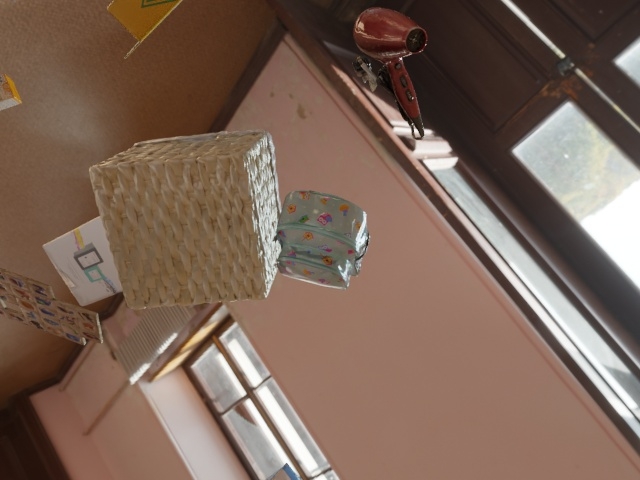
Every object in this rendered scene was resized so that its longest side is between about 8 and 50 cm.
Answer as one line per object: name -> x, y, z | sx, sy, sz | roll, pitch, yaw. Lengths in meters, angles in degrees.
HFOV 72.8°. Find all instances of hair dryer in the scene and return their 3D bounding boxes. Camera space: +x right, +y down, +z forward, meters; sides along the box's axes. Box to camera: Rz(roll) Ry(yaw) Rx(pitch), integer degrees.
hair dryer -> 0.144, -0.310, 0.773 | 0.080, 0.223, 0.293 | -42, 174, 4

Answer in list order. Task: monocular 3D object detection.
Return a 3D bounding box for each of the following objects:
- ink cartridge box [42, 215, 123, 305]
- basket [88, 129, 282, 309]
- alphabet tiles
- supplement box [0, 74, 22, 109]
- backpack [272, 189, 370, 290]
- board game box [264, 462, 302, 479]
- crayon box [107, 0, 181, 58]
ink cartridge box -> -0.548, 0.022, 1.183 | 0.270, 0.197, 0.198 | -19, -165, 27
basket -> -0.261, -0.056, 0.951 | 0.328, 0.331, 0.266 | -5, -161, 2
alphabet tiles -> -0.525, 0.125, 0.810 | 0.198, 0.237, 0.009 | 115, -6, -48
supplement box -> -0.773, -0.341, 1.023 | 0.098, 0.062, 0.036 | -24, 177, -9
backpack -> 0.000, 0.000, 0.766 | 0.188, 0.166, 0.144 | 89, 19, -61
board game box -> -0.154, 0.307, 0.236 | 0.308, 0.086, 0.302 | -22, 155, -54
crayon box -> -0.295, -0.529, 0.866 | 0.323, 0.203, 0.083 | -30, 126, 25
